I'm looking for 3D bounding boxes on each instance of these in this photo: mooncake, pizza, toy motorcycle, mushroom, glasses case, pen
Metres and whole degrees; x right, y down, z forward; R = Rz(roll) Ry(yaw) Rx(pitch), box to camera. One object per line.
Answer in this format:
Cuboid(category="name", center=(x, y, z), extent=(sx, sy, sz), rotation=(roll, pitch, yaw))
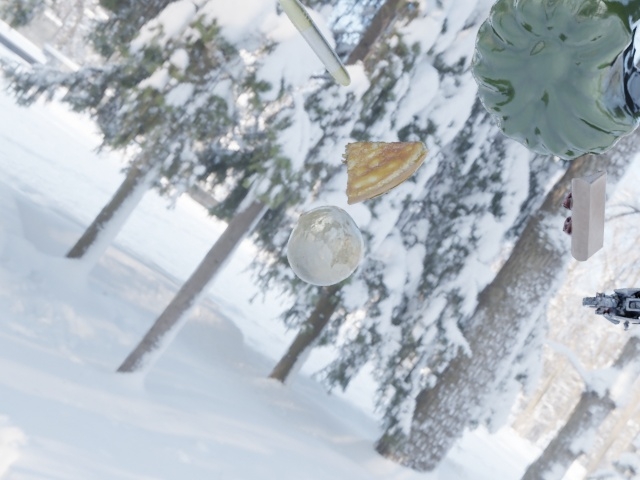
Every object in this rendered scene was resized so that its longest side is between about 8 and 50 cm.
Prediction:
Cuboid(category="mooncake", center=(0.441, -0.327, 1.214), extent=(0.351, 0.187, 0.351), rotation=(38, -29, 25))
Cuboid(category="pizza", center=(0.118, -0.155, 1.358), extent=(0.053, 0.201, 0.193), rotation=(61, -3, -39))
Cuboid(category="toy motorcycle", center=(0.626, 0.135, 1.275), extent=(0.215, 0.080, 0.122), rotation=(1, -11, 31))
Cuboid(category="mushroom", center=(-0.003, 0.003, 1.647), extent=(0.209, 0.206, 0.206), rotation=(31, -4, 25))
Cuboid(category="glasses case", center=(0.576, -0.064, 1.434), extent=(0.070, 0.102, 0.193), rotation=(20, -51, 45))
Cuboid(category="pen", center=(-0.006, -0.341, 1.125), extent=(0.233, 0.032, 0.040), rotation=(42, 36, -52))
